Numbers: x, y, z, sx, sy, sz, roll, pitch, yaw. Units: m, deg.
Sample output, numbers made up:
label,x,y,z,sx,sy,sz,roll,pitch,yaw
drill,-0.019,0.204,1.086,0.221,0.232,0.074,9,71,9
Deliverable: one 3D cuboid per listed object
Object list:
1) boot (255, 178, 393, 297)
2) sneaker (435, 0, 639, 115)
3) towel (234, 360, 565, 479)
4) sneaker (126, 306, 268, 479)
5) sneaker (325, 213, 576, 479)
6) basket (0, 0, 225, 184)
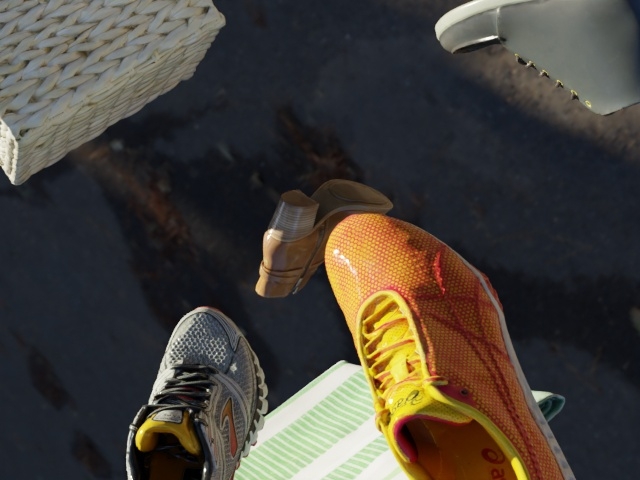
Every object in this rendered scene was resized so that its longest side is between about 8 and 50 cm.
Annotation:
label,x,y,z,sx,sy,sz,roll,pitch,yaw
boot,0.000,0.000,1.719,0.073,0.197,0.152,46,129,41
sneaker,0.187,-0.152,1.033,0.222,0.083,0.118,-7,101,52
towel,0.026,0.188,1.136,0.325,0.248,0.038,-2,117,59
sneaker,-0.092,0.139,0.933,0.088,0.225,0.093,-7,139,10
sneaker,0.046,0.052,0.507,0.067,0.064,0.175,20,-148,-50
basket,-0.342,-0.276,1.631,0.266,0.331,0.328,57,164,-2
